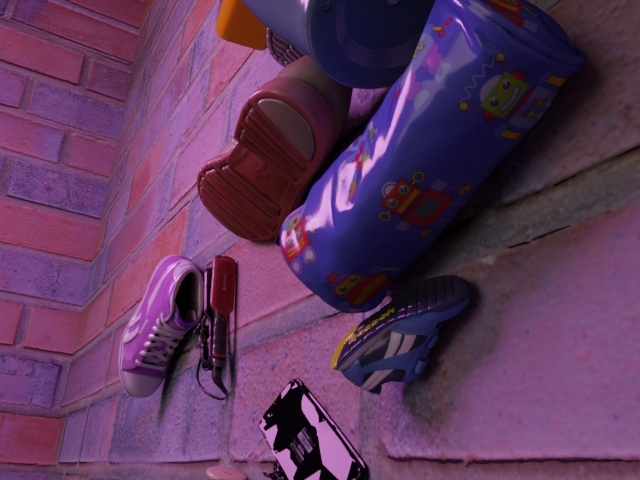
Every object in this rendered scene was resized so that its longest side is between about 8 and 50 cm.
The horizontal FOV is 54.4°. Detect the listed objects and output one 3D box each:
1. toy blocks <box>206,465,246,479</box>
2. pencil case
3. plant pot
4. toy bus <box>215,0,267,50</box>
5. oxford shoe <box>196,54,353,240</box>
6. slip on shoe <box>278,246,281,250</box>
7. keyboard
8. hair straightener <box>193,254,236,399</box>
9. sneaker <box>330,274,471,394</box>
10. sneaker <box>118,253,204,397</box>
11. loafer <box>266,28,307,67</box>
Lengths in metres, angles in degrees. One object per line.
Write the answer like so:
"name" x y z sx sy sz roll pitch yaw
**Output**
"toy blocks" -0.119 0.366 0.750 0.123 0.054 0.148 3 79 63
"pencil case" 0.077 -0.071 0.532 0.306 0.119 0.133 -54 25 35
"plant pot" 0.029 -0.299 0.611 0.272 0.271 0.255 -54 48 36
"toy bus" -0.078 -0.462 0.993 0.332 0.108 0.130 137 141 -60
"oxford shoe" -0.056 -0.113 0.843 0.147 0.140 0.397 -53 10 -29
"slip on shoe" 0.000 0.000 0.732 0.135 0.051 0.041 -25 94 47
"keyboard" -0.014 0.231 0.659 0.100 0.038 0.192 -50 27 -2
"hair straightener" -0.164 0.141 0.980 0.089 0.047 0.231 -45 44 45
"sneaker" 0.076 0.082 0.535 0.144 0.059 0.053 -39 10 27
"sneaker" -0.289 0.169 1.134 0.161 0.102 0.282 19 94 60
"loafer" 0.007 -0.345 0.866 0.251 0.094 0.087 -52 0 41
